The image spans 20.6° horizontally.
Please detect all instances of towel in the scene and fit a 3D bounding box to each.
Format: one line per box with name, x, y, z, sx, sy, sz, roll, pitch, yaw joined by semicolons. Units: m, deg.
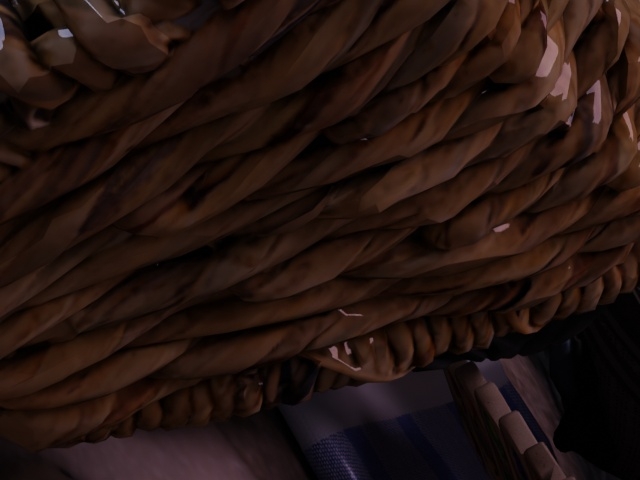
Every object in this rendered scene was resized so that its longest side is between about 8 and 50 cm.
towel;0.000;0.000;0.745;0.285;0.034;0.209;60;19;12

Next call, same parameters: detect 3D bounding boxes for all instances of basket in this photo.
basket;-0.063;-0.096;0.466;0.223;0.213;0.299;33;29;-57

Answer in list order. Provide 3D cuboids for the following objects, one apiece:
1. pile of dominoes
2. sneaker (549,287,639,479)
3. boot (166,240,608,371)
pile of dominoes;0.082;0.146;0.589;0.251;0.040;0.196;-127;-167;-75
sneaker;0.220;0.066;0.831;0.202;0.185;0.483;17;-26;35
boot;-0.033;-0.049;0.605;0.246;0.094;0.207;-2;44;-36
